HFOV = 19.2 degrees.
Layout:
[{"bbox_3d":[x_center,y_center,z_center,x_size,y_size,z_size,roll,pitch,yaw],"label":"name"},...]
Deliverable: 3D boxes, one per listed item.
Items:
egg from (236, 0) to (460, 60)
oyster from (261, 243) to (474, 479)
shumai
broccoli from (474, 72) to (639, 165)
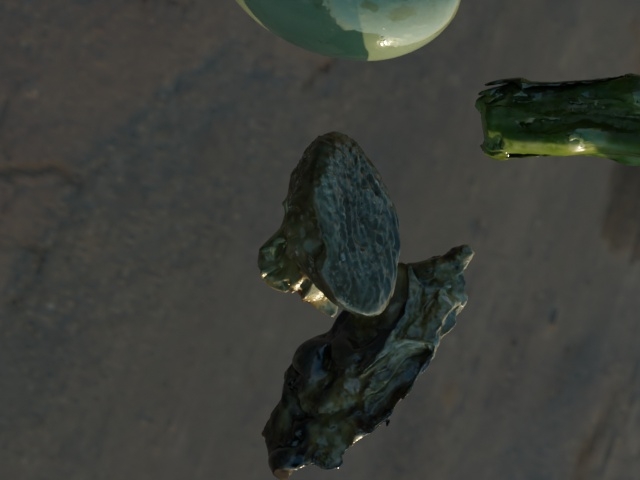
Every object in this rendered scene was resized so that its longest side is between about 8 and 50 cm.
[{"bbox_3d":[0.015,-0.297,1.984,0.203,0.282,0.203,24,90,-82],"label":"egg"},{"bbox_3d":[0.054,0.143,2.350,0.361,0.221,0.096,-39,129,20],"label":"oyster"},{"bbox_3d":[0.000,0.000,2.017,0.161,0.153,0.209,12,59,-42],"label":"shumai"},{"bbox_3d":[0.270,-0.118,1.443,0.198,0.275,0.177,-56,145,-20],"label":"broccoli"}]
